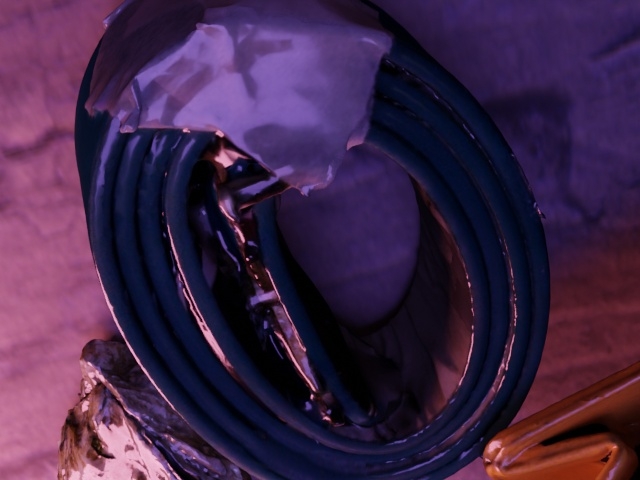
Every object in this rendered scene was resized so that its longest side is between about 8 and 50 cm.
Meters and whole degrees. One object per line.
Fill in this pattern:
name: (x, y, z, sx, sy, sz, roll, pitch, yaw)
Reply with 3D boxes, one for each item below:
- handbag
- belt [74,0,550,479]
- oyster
handbag: (0.337, 0.189, 0.852, 0.283, 0.133, 0.401, -41, 145, 13)
belt: (0.000, 0.001, 0.740, 0.300, 0.173, 0.437, -29, 126, 0)
oyster: (-0.150, 0.219, 0.908, 0.198, 0.112, 0.268, 20, 128, 5)
